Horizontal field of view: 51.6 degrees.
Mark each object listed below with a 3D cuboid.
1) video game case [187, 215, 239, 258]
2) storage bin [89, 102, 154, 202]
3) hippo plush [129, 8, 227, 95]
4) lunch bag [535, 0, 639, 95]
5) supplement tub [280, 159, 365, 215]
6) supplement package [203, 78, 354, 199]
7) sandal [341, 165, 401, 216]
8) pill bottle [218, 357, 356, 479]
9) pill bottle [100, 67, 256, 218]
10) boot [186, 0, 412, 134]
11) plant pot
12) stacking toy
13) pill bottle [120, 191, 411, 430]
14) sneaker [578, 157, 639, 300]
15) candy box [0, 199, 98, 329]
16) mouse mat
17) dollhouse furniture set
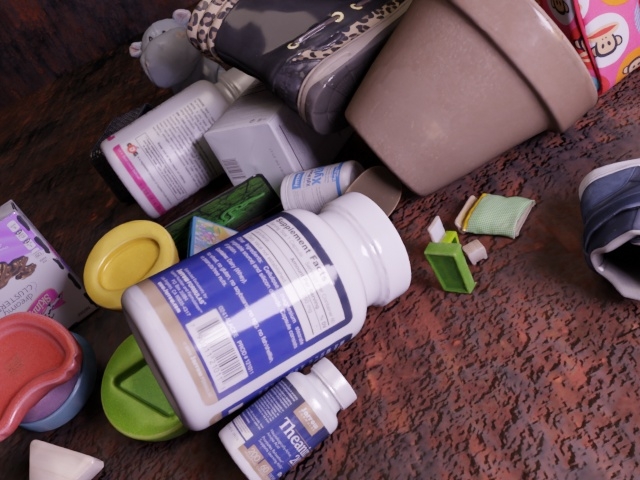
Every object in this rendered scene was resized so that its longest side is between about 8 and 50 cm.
[{"bbox_3d":[-0.108,0.035,0.822,0.015,0.119,0.166,-59,22,25],"label":"video game case"},{"bbox_3d":[-0.364,-0.174,1.307,0.084,0.122,0.180,-18,33,18],"label":"storage bin"},{"bbox_3d":[-0.239,-0.348,1.340,0.234,0.237,0.294,-26,32,7],"label":"hippo plush"},{"bbox_3d":[0.299,-0.344,0.876,0.120,0.258,0.293,-31,32,1],"label":"lunch bag"},{"bbox_3d":[0.007,-0.067,0.902,0.107,0.071,0.071,-9,37,29],"label":"supplement tub"},{"bbox_3d":[-0.045,-0.191,1.056,0.133,0.139,0.244,-2,40,36],"label":"supplement package"},{"bbox_3d":[0.004,0.005,0.820,0.240,0.088,0.079,-44,2,-20],"label":"sandal"},{"bbox_3d":[-0.027,0.164,0.606,0.120,0.067,0.067,-38,32,-12],"label":"pill bottle"},{"bbox_3d":[-0.221,-0.178,1.159,0.283,0.160,0.160,-35,32,-7],"label":"pill bottle"},{"bbox_3d":[0.018,-0.324,0.972,0.284,0.138,0.377,32,60,26],"label":"boot"},{"bbox_3d":[0.157,-0.182,0.807,0.229,0.263,0.263,-43,30,12],"label":"plant pot"},{"bbox_3d":[-0.251,0.164,0.804,0.309,0.130,0.279,-36,58,-4],"label":"stacking toy"},{"bbox_3d":[-0.049,0.060,0.667,0.264,0.153,0.153,-27,29,-21],"label":"pill bottle"},{"bbox_3d":[0.331,-0.028,0.553,0.226,0.086,0.163,-21,21,33],"label":"sneaker"},{"bbox_3d":[-0.453,0.070,0.963,0.164,0.196,0.070,-39,33,-13],"label":"candy box"},{"bbox_3d":[-0.149,-0.028,0.936,0.189,0.152,0.007,-29,76,1],"label":"mouse mat"},{"bbox_3d":[0.165,-0.017,0.714,0.076,0.059,0.152,5,46,42],"label":"dollhouse furniture set"}]
